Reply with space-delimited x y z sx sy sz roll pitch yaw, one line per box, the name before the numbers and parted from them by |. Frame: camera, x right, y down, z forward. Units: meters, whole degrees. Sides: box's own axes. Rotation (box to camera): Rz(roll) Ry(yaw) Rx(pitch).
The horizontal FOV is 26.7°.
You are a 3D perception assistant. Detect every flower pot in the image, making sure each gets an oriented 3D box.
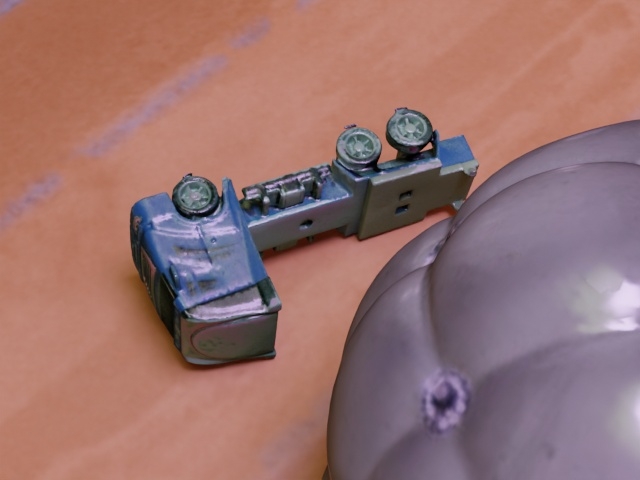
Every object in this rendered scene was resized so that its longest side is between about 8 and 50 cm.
flower pot | 0.118 0.083 0.490 0.246 0.246 0.195 36 64 22

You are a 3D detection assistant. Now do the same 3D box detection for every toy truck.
toy truck | 0.000 0.000 0.654 0.175 0.067 0.081 -17 62 -16
